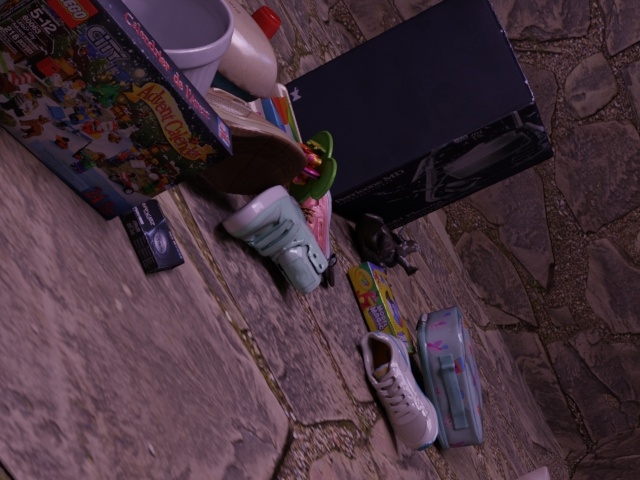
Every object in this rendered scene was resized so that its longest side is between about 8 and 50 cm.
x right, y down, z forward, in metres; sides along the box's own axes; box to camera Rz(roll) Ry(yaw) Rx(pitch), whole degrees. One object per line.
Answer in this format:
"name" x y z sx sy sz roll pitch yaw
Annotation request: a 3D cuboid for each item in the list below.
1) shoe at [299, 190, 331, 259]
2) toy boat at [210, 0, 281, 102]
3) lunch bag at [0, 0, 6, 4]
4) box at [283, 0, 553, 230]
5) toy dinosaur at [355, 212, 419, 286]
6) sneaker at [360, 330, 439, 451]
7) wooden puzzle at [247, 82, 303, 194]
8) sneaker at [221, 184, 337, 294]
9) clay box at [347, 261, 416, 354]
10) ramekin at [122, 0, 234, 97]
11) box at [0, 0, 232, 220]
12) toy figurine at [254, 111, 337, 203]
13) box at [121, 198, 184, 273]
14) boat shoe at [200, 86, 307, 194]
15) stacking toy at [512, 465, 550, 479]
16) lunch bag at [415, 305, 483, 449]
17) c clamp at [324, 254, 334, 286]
"shoe" -0.022 -0.035 1.350 0.081 0.064 0.177 11 75 -69
"toy boat" -0.164 -0.310 1.248 0.267 0.148 0.318 48 18 4
"lunch bag" -0.308 -0.292 0.764 0.151 0.129 0.096 66 19 8
"box" 0.234 -0.263 1.814 0.472 0.480 0.297 23 45 -67
"toy dinosaur" 0.127 0.008 1.787 0.313 0.121 0.160 34 21 -52
"sneaker" 0.132 0.266 1.417 0.092 0.087 0.228 32 28 -50
"wooden puzzle" -0.068 -0.179 1.449 0.238 0.044 0.220 -45 120 -72
"sneaker" -0.050 0.006 1.180 0.151 0.094 0.256 59 12 7
"clay box" 0.131 0.159 1.615 0.222 0.053 0.127 68 14 16
"ramekin" -0.205 -0.213 0.862 0.207 0.109 0.207 13 40 -11
"box" -0.214 -0.133 0.762 0.233 0.159 0.044 49 22 -41
"toy figurine" -0.074 -0.140 1.270 0.159 0.130 0.173 23 13 -24
"box" -0.190 -0.006 0.901 0.083 0.018 0.067 66 15 4
"boat shoe" -0.140 -0.152 1.054 0.341 0.122 0.110 20 39 -56
"stacking toy" 0.279 0.492 1.187 0.279 0.309 0.130 -94 163 -77
"lunch bag" 0.272 0.285 1.691 0.224 0.108 0.279 -47 124 -73
"c clamp" 0.000 0.000 1.431 0.137 0.022 0.160 100 -25 -67
